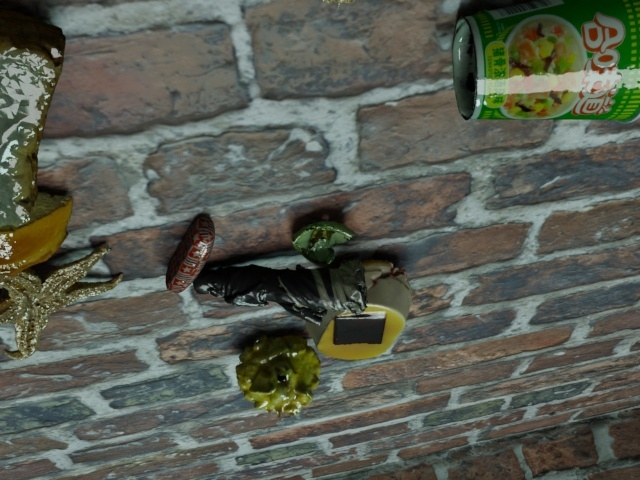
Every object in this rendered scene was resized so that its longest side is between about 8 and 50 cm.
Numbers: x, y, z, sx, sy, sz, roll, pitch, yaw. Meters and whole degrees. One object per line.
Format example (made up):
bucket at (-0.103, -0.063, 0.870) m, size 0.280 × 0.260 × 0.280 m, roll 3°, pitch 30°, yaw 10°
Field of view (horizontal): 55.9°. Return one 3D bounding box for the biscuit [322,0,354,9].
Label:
biscuit at (0.020, -0.357, 0.686) m, size 0.071 × 0.082 × 0.168 m, roll 11°, pitch 146°, yaw 8°

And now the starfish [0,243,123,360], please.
starfish at (-0.510, 0.093, 1.098) m, size 0.302 × 0.060 × 0.299 m, roll -29°, pitch 149°, yaw -29°

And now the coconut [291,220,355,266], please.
coconut at (0.002, -0.004, 1.191) m, size 0.133 × 0.055 × 0.158 m, roll 17°, pitch 150°, yaw -29°

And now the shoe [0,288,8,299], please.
shoe at (-0.603, 0.083, 1.091) m, size 0.195 × 0.078 × 0.079 m, roll -39°, pitch 139°, yaw 27°

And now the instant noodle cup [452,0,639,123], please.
instant noodle cup at (0.315, -0.255, 0.845) m, size 0.233 × 0.207 × 0.207 m, roll -5°, pitch 146°, yaw 2°

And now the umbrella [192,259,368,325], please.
umbrella at (-0.081, 0.097, 1.227) m, size 0.358 × 0.113 × 0.106 m, roll 2°, pitch 138°, yaw 6°

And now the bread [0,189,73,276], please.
bread at (-0.517, -0.017, 0.928) m, size 0.260 × 0.134 × 0.129 m, roll 11°, pitch 138°, yaw -32°

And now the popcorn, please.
popcorn at (-0.104, 0.339, 1.531) m, size 0.218 × 0.189 × 0.169 m, roll -7°, pitch 148°, yaw -7°

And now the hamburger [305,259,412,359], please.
hamburger at (0.084, 0.160, 1.385) m, size 0.227 × 0.151 × 0.295 m, roll 5°, pitch 146°, yaw -16°

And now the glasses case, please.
glasses case at (-0.246, 0.035, 1.150) m, size 0.049 × 0.073 × 0.194 m, roll 14°, pitch 138°, yaw -26°

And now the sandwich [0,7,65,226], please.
sandwich at (-0.469, -0.130, 0.719) m, size 0.262 × 0.131 × 0.325 m, roll 8°, pitch 124°, yaw -28°
